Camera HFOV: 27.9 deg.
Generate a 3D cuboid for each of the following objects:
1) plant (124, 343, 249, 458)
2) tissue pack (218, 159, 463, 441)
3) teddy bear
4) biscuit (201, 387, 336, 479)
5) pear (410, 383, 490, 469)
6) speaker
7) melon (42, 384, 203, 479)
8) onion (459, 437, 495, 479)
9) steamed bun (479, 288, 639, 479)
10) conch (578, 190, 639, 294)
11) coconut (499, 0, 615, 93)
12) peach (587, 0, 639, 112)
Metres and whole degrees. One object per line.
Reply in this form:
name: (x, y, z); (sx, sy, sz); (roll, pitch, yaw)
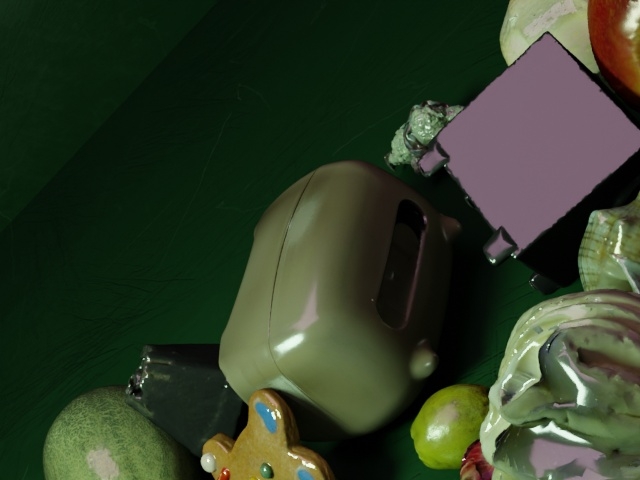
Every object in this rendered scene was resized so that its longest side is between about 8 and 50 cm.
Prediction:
plant: (-0.165, 0.241, 1.971); (0.142, 0.256, 0.164); (-120, 49, -66)
tissue pack: (0.038, 0.078, 1.857); (0.277, 0.267, 0.387); (-29, 33, 40)
teddy bear: (0.172, -0.172, 2.127); (0.213, 0.111, 0.133); (-5, 48, 51)
biscuit: (-0.092, 0.354, 1.801); (0.049, 0.205, 0.324); (-26, -15, -40)
pear: (0.178, 0.237, 1.649); (0.131, 0.107, 0.107); (-33, 31, 7)
speaker: (0.305, -0.092, 1.706); (0.254, 0.184, 0.232); (-44, 56, 15)
melon: (-0.309, 0.365, 2.038); (0.248, 0.248, 0.329); (-50, 36, 0)
onion: (0.230, 0.303, 1.503); (0.150, 0.140, 0.150); (1, 36, -1)
steamed bun: (0.289, 0.187, 1.324); (0.320, 0.206, 0.275); (38, 105, 37)
conch: (0.380, 0.081, 1.507); (0.203, 0.170, 0.386); (-105, 24, -78)
coconut: (0.386, -0.322, 1.911); (0.237, 0.197, 0.237); (-43, 23, 24)
peach: (0.498, -0.330, 1.666); (0.290, 0.372, 0.372); (5, 55, 22)
